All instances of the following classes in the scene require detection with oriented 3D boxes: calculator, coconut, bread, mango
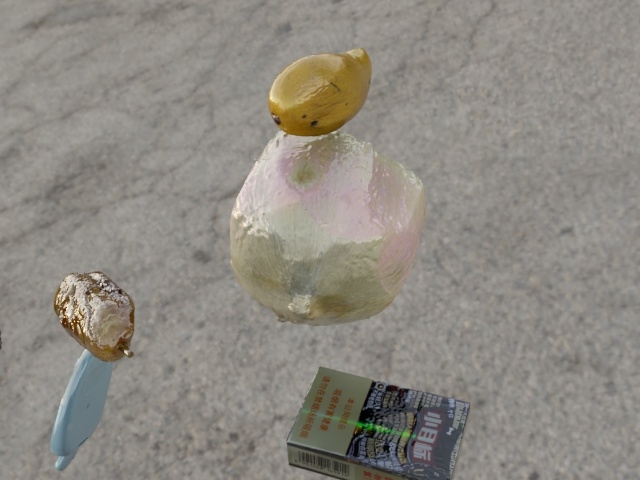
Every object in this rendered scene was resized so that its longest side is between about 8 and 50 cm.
[{"bbox_3d":[-0.498,0.345,1.808,0.042,0.302,0.188,18,16,7],"label":"calculator"},{"bbox_3d":[0.000,0.000,1.714,0.405,0.404,0.404,-16,37,12],"label":"coconut"},{"bbox_3d":[-0.384,0.133,1.480,0.344,0.084,0.124,25,100,58],"label":"bread"},{"bbox_3d":[0.013,-0.282,1.628,0.262,0.157,0.109,-31,33,-32],"label":"mango"}]

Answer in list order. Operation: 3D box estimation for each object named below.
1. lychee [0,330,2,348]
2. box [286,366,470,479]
[{"bbox_3d":[-0.763,0.195,1.724,0.236,0.236,0.271,-25,70,-1],"label":"lychee"},{"bbox_3d":[0.110,0.367,1.627,0.310,0.084,0.198,11,42,15],"label":"box"}]
